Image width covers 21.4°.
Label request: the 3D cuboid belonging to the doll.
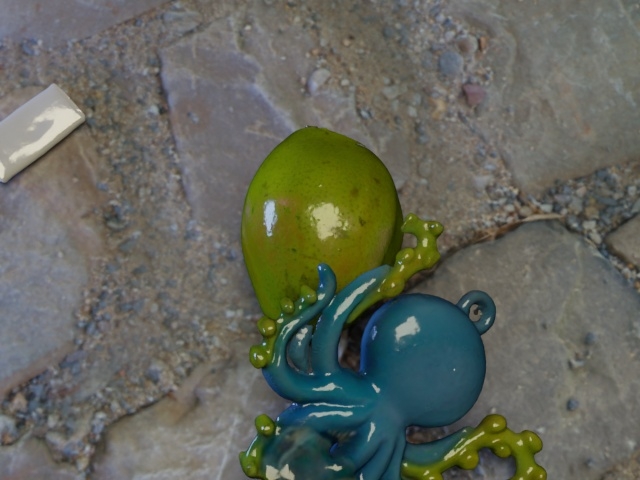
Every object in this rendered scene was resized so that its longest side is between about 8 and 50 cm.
[{"bbox_3d":[0.060,0.179,1.741,0.341,0.099,0.346,-40,108,-4],"label":"doll"}]

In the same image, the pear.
[{"bbox_3d":[0.000,0.000,1.794,0.187,0.187,0.220,10,64,-2],"label":"pear"}]

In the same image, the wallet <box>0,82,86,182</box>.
[{"bbox_3d":[-0.326,-0.120,1.895,0.122,0.025,0.061,-40,76,-18],"label":"wallet"}]
